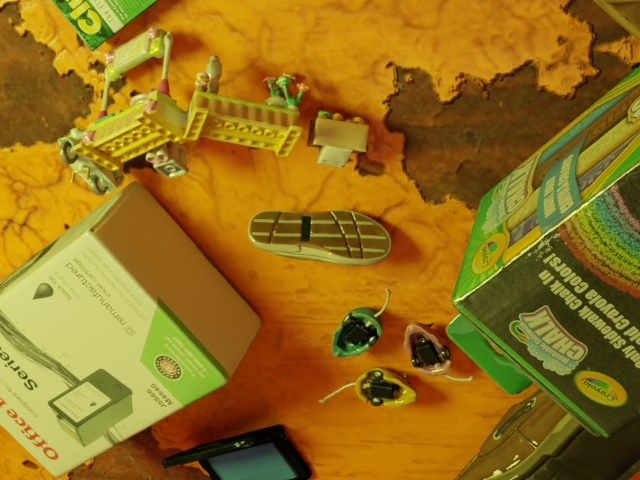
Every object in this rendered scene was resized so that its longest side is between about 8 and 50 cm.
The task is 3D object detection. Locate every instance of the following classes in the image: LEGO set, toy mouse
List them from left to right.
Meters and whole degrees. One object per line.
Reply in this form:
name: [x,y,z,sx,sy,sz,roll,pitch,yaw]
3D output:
LEGO set: [-0.103,-0.124,0.966,0.287,0.107,0.132,-7,152,16]
toy mouse: [0.071,0.099,1.062,0.161,0.031,0.143,2,121,16]

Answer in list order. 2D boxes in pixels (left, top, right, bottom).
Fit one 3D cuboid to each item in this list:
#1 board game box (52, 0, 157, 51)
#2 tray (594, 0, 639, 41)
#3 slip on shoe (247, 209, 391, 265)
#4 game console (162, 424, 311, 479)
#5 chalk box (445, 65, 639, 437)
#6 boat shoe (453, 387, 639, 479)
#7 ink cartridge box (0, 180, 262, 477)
board game box: [-0.229,-0.301,0.921,0.136,0.030,0.259,-29,108,27]
tray: [0.386,-0.069,0.712,0.411,0.203,0.076,36,89,-19]
slip on shoe: [0.000,0.000,1.022,0.135,0.051,0.041,3,161,7]
game console: [-0.090,0.249,1.182,0.122,0.107,0.071,-20,84,26]
chalk box: [0.232,0.017,0.876,0.180,0.179,0.289,43,124,-11]
boat shoe: [0.213,0.215,1.047,0.111,0.104,0.307,36,123,-16]
ink cartridge box: [-0.231,0.098,1.106,0.273,0.114,0.198,-33,106,31]
